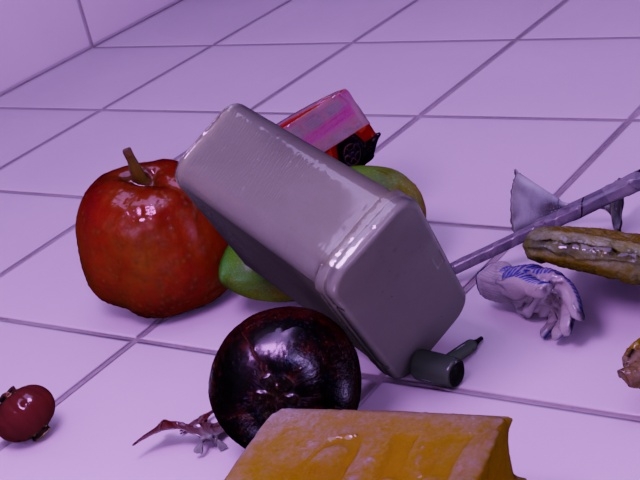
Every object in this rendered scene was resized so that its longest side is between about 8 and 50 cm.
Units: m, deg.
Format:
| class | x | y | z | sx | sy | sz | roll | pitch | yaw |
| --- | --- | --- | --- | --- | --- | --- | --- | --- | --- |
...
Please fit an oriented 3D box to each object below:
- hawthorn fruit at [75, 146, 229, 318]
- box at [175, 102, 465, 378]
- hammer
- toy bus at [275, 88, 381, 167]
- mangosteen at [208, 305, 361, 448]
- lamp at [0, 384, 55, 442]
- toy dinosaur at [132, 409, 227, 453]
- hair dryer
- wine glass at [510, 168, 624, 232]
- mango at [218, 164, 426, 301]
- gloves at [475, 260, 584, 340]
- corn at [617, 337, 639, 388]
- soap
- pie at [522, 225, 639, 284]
| class | x | y | z | sx | sy | sz | roll | pitch | yaw |
| --- | --- | --- | --- | --- | --- | --- | --- | --- | --- |
| hawthorn fruit | -0.293 | -0.028 | 2.300 | 0.287 | 0.330 | 0.287 | -9 | 37 | 7 |
| box | 0.000 | 0.000 | 1.927 | 0.344 | 0.352 | 0.177 | 33 | 79 | 31 |
| hammer | 0.350 | -0.010 | 2.167 | 0.427 | 0.044 | 0.152 | -25 | 20 | 8 |
| toy bus | -0.045 | -0.145 | 2.374 | 0.303 | 0.147 | 0.127 | -31 | 7 | -4 |
| mangosteen | -0.043 | 0.192 | 1.838 | 0.216 | 0.216 | 0.216 | -11 | 24 | 5 |
| lamp | -0.455 | 0.266 | 2.028 | 0.101 | 0.090 | 0.101 | -39 | 1 | 1 |
| toy dinosaur | -0.168 | 0.274 | 1.931 | 0.220 | 0.032 | 0.108 | -10 | 19 | -17 |
| hair dryer | 0.204 | 0.173 | 1.962 | 0.071 | 0.047 | 0.150 | 12 | 24 | 37 |
| wine glass | 0.424 | -0.062 | 2.261 | 0.183 | 0.122 | 0.122 | -1 | 27 | 23 |
| mango | 0.005 | -0.002 | 2.240 | 0.382 | 0.201 | 0.225 | -23 | 34 | -13 |
| gloves | 0.326 | 0.082 | 2.002 | 0.097 | 0.119 | 0.229 | -54 | 33 | 0 |
| corn | 0.542 | 0.138 | 1.761 | 0.322 | 0.119 | 0.119 | -17 | 24 | -19 |
| soap | 0.054 | 0.330 | 1.553 | 0.335 | 0.156 | 0.293 | -1 | 31 | 28 |
| pie | 0.467 | 0.026 | 2.005 | 0.323 | 0.070 | 0.323 | 9 | 7 | -1 |
